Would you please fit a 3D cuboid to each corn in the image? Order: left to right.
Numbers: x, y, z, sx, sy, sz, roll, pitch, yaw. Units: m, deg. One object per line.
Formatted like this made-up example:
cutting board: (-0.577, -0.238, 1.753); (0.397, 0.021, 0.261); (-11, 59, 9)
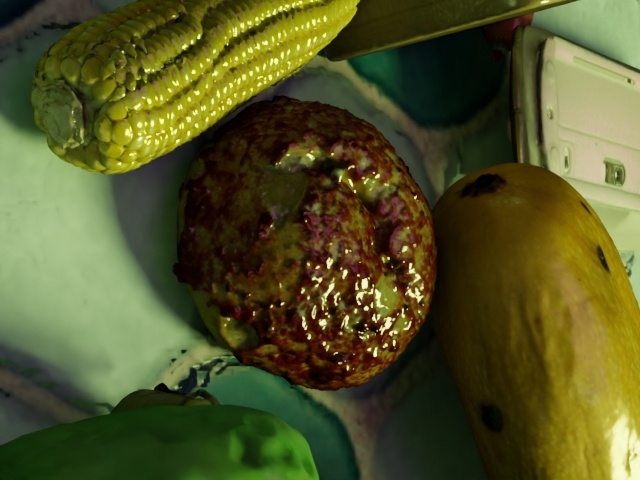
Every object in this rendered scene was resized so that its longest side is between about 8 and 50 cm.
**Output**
corn: (-0.052, -0.091, 0.671); (0.203, 0.072, 0.072); (-37, 107, -44)

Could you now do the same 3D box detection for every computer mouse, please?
computer mouse: (0.173, -0.061, 0.894); (0.245, 0.056, 0.126); (6, 78, -54)

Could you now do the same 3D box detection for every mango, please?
mango: (0.130, 0.081, 0.768); (0.157, 0.109, 0.262); (-97, 166, -73)

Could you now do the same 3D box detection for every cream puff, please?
cream puff: (0.000, 0.000, 0.691); (0.149, 0.084, 0.149); (15, 67, -41)

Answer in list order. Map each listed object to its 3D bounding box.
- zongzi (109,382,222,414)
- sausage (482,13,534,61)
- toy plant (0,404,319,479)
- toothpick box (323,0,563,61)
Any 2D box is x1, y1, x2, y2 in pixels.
zongzi: (-0.046, 0.181, 0.595); (0.204, 0.094, 0.205); (49, 50, -30)
sausage: (0.138, -0.216, 0.919); (0.034, 0.034, 0.253); (35, 56, -34)
toy plant: (-0.155, 0.192, 0.352); (0.317, 0.211, 0.356); (7, 44, -9)
toothpick box: (0.059, -0.266, 0.756); (0.190, 0.187, 0.308); (-22, 99, -47)
